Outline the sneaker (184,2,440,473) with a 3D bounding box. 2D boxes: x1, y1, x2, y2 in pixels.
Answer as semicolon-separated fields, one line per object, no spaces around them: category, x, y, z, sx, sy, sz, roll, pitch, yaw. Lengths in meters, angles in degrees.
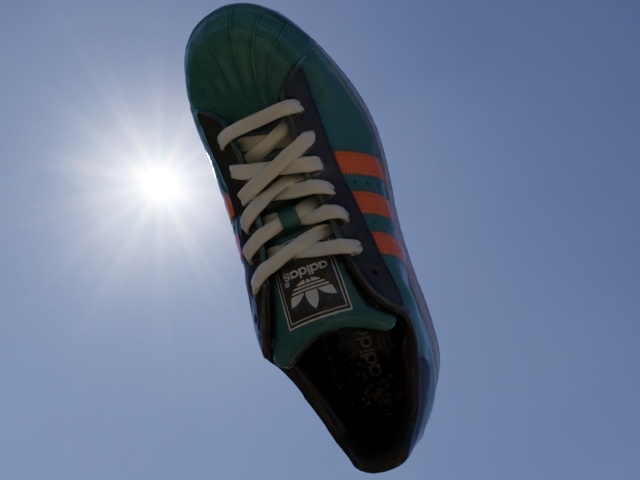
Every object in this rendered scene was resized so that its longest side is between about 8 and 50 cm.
sneaker;0.000;0.000;0.465;0.108;0.121;0.302;-23;-77;13
